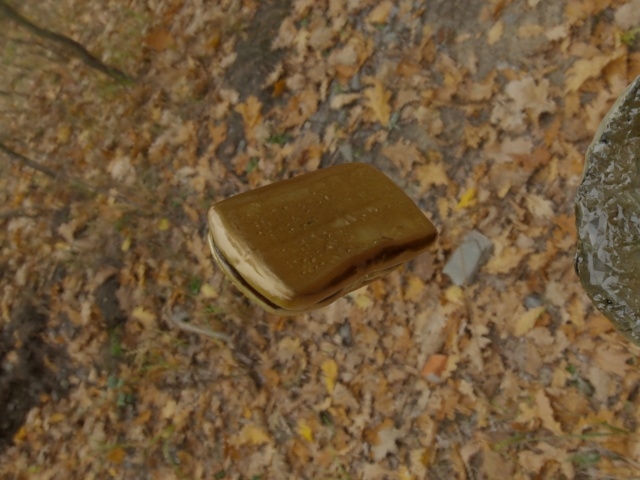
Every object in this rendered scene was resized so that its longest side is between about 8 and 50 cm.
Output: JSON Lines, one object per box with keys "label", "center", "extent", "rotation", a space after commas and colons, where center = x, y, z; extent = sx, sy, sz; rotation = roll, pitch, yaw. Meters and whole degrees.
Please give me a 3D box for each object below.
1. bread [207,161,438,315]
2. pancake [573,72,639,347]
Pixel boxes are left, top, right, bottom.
{"label": "bread", "center": [0.000, 0.000, 0.679], "extent": [0.116, 0.200, 0.077], "rotation": [50, 134, 20]}
{"label": "pancake", "center": [0.405, -0.013, 0.685], "extent": [0.387, 0.387, 0.082], "rotation": [-29, 4, 42]}
